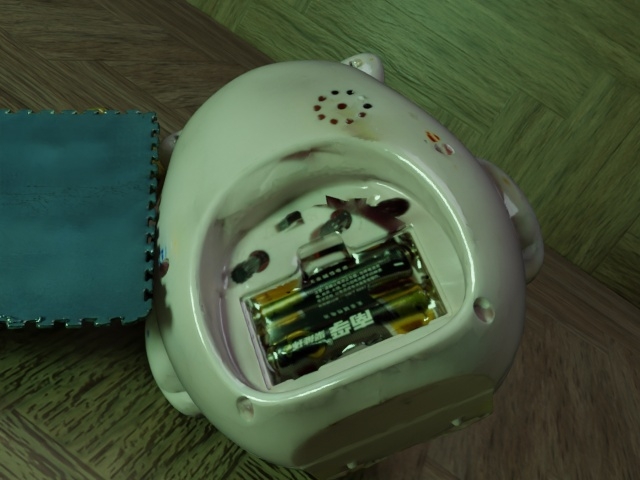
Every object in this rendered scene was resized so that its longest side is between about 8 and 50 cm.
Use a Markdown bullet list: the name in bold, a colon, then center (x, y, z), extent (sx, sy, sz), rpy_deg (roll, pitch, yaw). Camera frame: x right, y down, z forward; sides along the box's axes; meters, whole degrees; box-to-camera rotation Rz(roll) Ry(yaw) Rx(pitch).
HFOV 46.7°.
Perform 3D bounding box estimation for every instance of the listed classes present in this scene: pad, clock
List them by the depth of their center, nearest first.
- **pad**: center (-0.271, -0.031, 0.621), extent (0.269, 0.012, 0.269), rpy_deg (1, 45, -8)
- **clock**: center (0.000, 0.000, 0.681), extent (0.250, 0.368, 0.377), rpy_deg (63, 5, -64)

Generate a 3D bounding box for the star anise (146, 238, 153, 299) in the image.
- **star anise**: center (-0.140, 0.050, 0.836), extent (0.168, 0.057, 0.168), rpy_deg (33, 17, -11)

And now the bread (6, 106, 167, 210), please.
- **bread**: center (-0.259, -0.055, 0.806), extent (0.152, 0.119, 0.288), rpy_deg (32, 21, -11)
